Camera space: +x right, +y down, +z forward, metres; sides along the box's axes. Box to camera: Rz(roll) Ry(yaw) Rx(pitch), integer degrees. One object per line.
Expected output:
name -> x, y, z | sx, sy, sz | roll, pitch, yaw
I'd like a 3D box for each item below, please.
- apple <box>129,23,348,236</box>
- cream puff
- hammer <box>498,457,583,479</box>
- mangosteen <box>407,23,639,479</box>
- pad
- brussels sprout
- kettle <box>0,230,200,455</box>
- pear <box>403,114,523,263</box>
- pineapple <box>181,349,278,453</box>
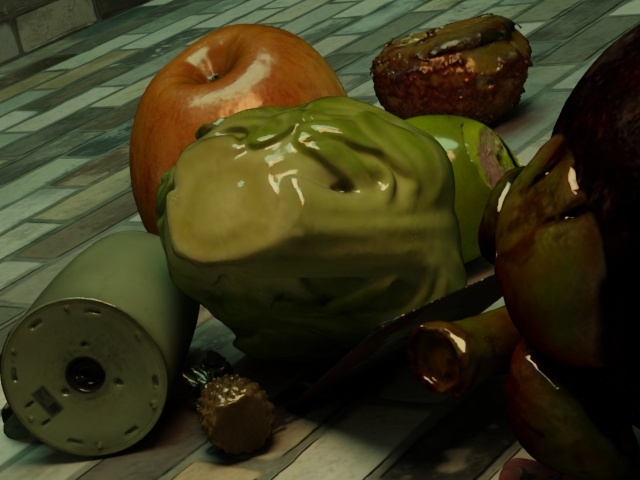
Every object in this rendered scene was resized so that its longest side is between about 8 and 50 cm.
apple -> -0.098, -0.117, 1.937 | 0.299, 0.275, 0.299 | -11, 25, 5
cream puff -> 0.194, -0.237, 2.235 | 0.240, 0.164, 0.240 | -19, 5, 2
hammer -> 0.179, 0.193, 1.216 | 0.083, 0.043, 0.043 | 4, 26, 44
mangosteen -> 0.294, 0.028, 1.153 | 0.435, 0.382, 0.382 | -39, 16, 11
pad -> 0.092, 0.082, 1.406 | 0.202, 0.005, 0.300 | -22, -11, -23
brussels sprout -> 0.000, 0.000, 1.530 | 0.328, 0.328, 0.247 | -15, 61, -3
kettle -> -0.234, 0.106, 1.594 | 0.240, 0.165, 0.255 | -39, 13, 16
pear -> 0.113, -0.047, 1.747 | 0.220, 0.187, 0.187 | -26, 9, 35
pineapple -> -0.093, 0.151, 1.483 | 0.074, 0.074, 0.159 | -18, 17, -12
